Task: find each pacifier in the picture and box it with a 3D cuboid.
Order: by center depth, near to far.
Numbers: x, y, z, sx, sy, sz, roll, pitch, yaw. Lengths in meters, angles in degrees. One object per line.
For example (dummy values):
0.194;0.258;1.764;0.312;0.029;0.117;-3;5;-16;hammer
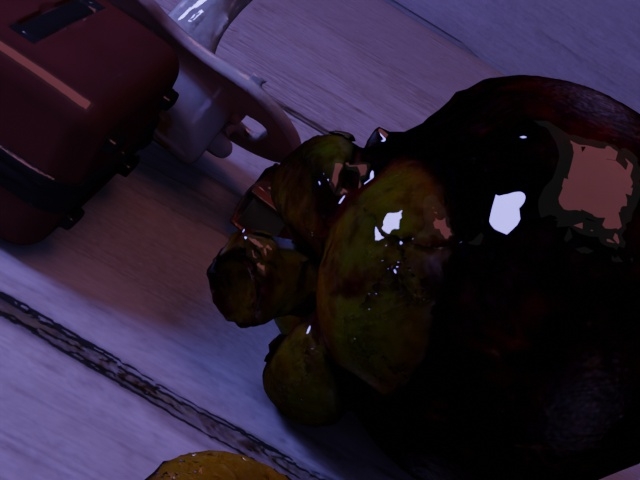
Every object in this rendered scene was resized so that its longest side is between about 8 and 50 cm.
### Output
-0.141;-0.207;1.529;0.332;0.273;0.220;39;24;-10;pacifier

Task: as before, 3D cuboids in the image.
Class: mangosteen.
0.138;0.053;1.265;0.381;0.421;0.380;-16;90;-82;mangosteen

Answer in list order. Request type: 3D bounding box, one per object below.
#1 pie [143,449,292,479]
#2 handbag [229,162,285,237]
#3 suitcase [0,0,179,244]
-0.025;0.244;0.947;0.273;0.069;0.273;29;22;-13;pie
0.000;0.000;1.553;0.190;0.062;0.127;36;20;-1;handbag
-0.271;-0.138;1.308;0.236;0.161;0.297;33;21;-2;suitcase
